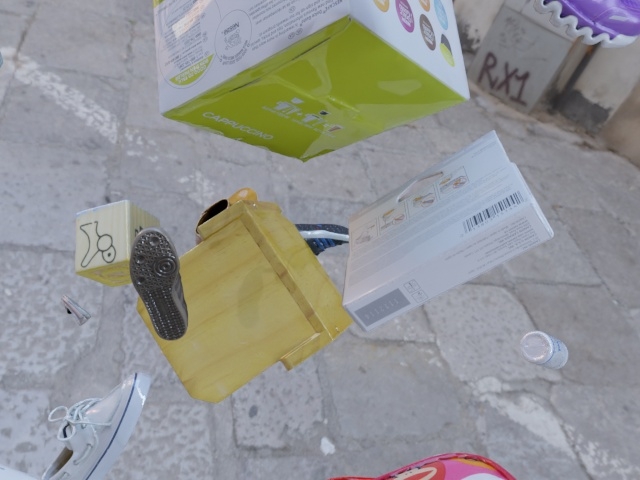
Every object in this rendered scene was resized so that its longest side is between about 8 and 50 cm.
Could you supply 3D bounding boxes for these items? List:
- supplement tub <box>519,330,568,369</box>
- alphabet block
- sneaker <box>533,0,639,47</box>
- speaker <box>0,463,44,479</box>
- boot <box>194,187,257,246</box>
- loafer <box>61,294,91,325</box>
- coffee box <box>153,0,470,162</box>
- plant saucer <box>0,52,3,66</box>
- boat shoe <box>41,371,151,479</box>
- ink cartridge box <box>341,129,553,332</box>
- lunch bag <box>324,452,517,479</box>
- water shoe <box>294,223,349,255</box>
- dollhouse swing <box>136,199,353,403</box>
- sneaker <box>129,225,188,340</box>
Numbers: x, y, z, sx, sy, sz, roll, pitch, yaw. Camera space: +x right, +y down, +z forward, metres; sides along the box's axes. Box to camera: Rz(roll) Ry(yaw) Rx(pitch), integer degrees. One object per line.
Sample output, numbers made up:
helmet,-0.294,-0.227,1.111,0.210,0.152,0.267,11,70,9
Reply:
supplement tub,0.482,0.237,1.202,0.107,0.071,0.071,23,29,-45
alphabet block,-0.614,0.014,1.706,0.192,0.193,0.197,-12,70,14
sneaker,0.207,-0.267,0.482,0.236,0.104,0.095,35,42,-7
speaker,-0.457,0.388,0.857,0.136,0.055,0.055,40,29,-29
boot,-0.284,-0.087,1.734,0.104,0.211,0.295,32,67,4
loafer,-0.682,0.191,1.533,0.125,0.045,0.039,27,73,31
coffee box,-0.017,-0.346,0.844,0.337,0.338,0.335,8,72,-53
plant saucer,-0.390,-0.171,0.628,0.021,0.119,0.119,31,30,-34
boat shoe,-0.498,0.402,1.181,0.156,0.367,0.136,28,24,-20
ink cartridge box,0.173,-0.022,0.854,0.066,0.296,0.261,50,24,-22
lunch bag,0.034,0.263,0.368,0.293,0.120,0.258,-16,21,-13
water shoe,0.000,0.000,1.539,0.203,0.080,0.073,4,25,-16
dollhouse swing,-0.163,0.139,1.243,0.347,0.305,0.315,55,13,7
sneaker,-0.231,0.054,0.796,0.066,0.189,0.071,-8,32,-14
